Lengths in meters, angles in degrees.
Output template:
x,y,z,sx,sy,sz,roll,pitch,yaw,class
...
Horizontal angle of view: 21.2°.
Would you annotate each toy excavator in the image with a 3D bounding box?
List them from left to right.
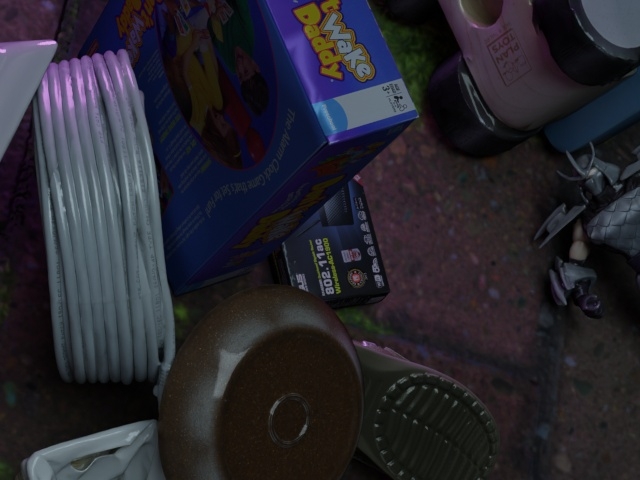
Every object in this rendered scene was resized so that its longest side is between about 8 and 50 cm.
x,y,z,sx,sy,sz,roll,pitch,yaw,class
0.328,-0.198,1.619,0.445,0.222,0.433,-18,80,-36,toy excavator

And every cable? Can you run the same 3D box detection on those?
x,y,z,sx,sy,sz,roll,pitch,yaw,class
-0.168,-0.016,1.310,0.089,0.257,0.257,-7,35,-6,cable

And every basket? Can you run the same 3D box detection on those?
x,y,z,sx,sy,sz,roll,pitch,yaw,class
-0.160,0.236,1.299,0.113,0.103,0.167,-14,78,-26,basket

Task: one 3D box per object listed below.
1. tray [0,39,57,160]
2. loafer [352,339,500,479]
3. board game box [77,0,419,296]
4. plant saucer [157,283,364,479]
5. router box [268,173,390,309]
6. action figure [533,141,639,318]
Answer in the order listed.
x,y,z,sx,sy,sz,roll,pitch,yaw,class
-0.328,-0.095,1.280,0.030,0.270,0.145,49,53,-44,tray
0.036,0.129,1.427,0.268,0.092,0.102,32,88,-25,loafer
-0.072,-0.122,1.330,0.078,0.347,0.233,-18,79,-28,board game box
-0.033,0.134,1.296,0.198,0.036,0.199,-7,102,-39,plant saucer
0.000,0.000,1.489,0.092,0.038,0.122,-8,74,-24,router box
0.313,0.027,1.542,0.285,0.185,0.099,51,32,-3,action figure
